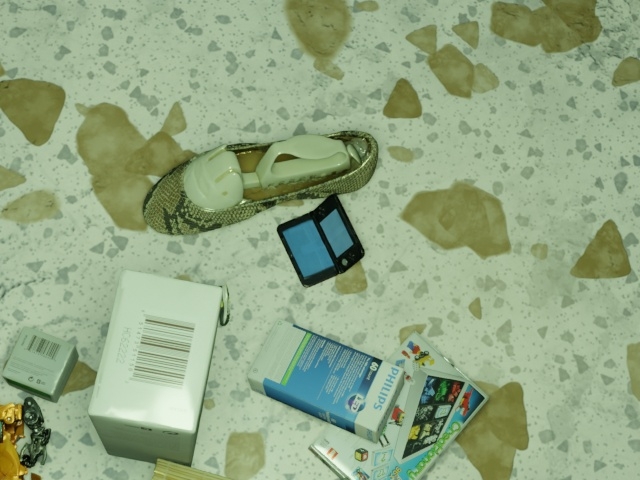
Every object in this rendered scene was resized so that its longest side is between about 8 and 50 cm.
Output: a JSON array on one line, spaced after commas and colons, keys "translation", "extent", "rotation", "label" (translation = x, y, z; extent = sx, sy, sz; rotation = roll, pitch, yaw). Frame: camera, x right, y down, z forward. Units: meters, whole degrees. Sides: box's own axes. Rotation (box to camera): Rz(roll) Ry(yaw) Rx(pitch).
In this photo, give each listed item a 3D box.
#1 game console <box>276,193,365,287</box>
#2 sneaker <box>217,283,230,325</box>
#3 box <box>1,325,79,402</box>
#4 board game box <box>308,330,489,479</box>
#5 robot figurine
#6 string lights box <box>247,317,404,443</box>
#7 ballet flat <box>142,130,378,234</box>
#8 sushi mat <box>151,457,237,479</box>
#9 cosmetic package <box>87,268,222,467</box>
[{"translation": [0.000, 0.000, 2.001], "extent": [0.085, 0.124, 0.144], "rotation": [-14, 72, -41], "label": "game console"}, {"translation": [-0.194, 0.126, 1.957], "extent": [0.035, 0.031, 0.083], "rotation": [-5, 67, 4], "label": "sneaker"}, {"translation": [-0.507, 0.226, 1.842], "extent": [0.101, 0.087, 0.102], "rotation": [21, 70, 0], "label": "box"}, {"translation": [0.149, 0.344, 1.913], "extent": [0.193, 0.053, 0.305], "rotation": [42, 70, 9], "label": "board game box"}, {"translation": [-0.579, 0.407, 1.769], "extent": [0.211, 0.085, 0.291], "rotation": [0, 71, -9], "label": "robot figurine"}, {"translation": [0.011, 0.257, 1.874], "extent": [0.260, 0.077, 0.133], "rotation": [21, 65, 15], "label": "string lights box"}, {"translation": [-0.112, -0.138, 1.979], "extent": [0.483, 0.182, 0.164], "rotation": [-13, 74, -12], "label": "ballet flat"}, {"translation": [-0.148, 0.482, 1.735], "extent": [0.317, 0.019, 0.151], "rotation": [20, 53, -16], "label": "sushi mat"}, {"translation": [-0.267, 0.229, 1.680], "extent": [0.161, 0.453, 0.230], "rotation": [11, 69, -4], "label": "cosmetic package"}]
